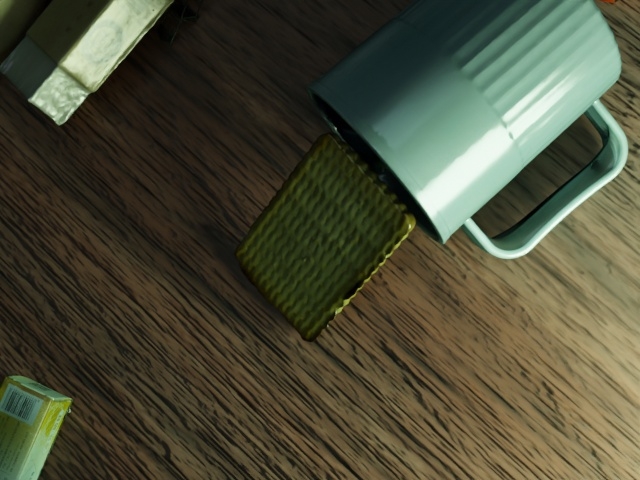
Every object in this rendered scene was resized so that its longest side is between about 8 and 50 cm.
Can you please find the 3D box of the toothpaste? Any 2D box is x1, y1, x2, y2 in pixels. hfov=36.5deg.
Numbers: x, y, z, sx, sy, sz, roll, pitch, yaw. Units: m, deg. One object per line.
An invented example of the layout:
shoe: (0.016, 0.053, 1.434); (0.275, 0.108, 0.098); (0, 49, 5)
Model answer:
toothpaste: (-0.449, 0.346, 1.330); (0.089, 0.071, 0.312); (22, 85, 10)

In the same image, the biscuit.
biscuit: (0.000, 0.000, 1.269); (0.172, 0.029, 0.254); (48, 124, 12)

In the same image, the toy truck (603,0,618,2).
toy truck: (0.299, -0.387, 1.301); (0.253, 0.107, 0.114); (37, 89, 15)

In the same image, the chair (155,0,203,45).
chair: (-0.204, -0.329, 1.418); (0.037, 0.042, 0.086); (46, 126, 14)

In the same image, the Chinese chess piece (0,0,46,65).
Chinese chess piece: (-0.573, -0.400, 1.437); (0.338, 0.140, 0.338); (-2, 79, 11)

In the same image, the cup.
cup: (0.204, -0.169, 1.207); (0.311, 0.257, 0.331); (-41, 75, 0)

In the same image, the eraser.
eraser: (-0.307, -0.334, 1.384); (0.343, 0.078, 0.144); (-50, 46, -1)
